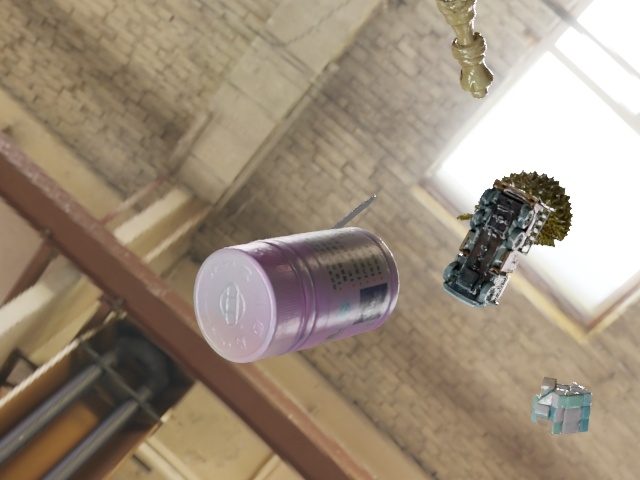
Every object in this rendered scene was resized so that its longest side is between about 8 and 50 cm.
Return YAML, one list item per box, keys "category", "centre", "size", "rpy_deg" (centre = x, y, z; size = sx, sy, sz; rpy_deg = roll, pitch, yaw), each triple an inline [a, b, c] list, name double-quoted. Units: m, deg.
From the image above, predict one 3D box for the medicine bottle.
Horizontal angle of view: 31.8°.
- category: "medicine bottle"
  centre: [-0.029, 0.068, 1.484]
  size: [0.254, 0.152, 0.152]
  rpy_deg: [-10, -121, -49]

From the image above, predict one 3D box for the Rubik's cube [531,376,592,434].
- category: "Rubik's cube"
  centre: [0.340, 0.237, 1.618]
  size: [0.084, 0.075, 0.073]
  rpy_deg: [16, -172, -22]

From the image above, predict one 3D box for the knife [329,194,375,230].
- category: "knife"
  centre: [0.000, 0.000, 2.195]
  size: [0.019, 0.313, 0.044]
  rpy_deg: [57, -151, 13]

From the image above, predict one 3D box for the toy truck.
- category: "toy truck"
  centre: [0.256, 0.011, 1.615]
  size: [0.080, 0.177, 0.115]
  rpy_deg: [31, -172, 28]

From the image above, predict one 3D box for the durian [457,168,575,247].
- category: "durian"
  centre: [0.333, -0.062, 1.959]
  size: [0.102, 0.208, 0.146]
  rpy_deg: [43, -132, -50]

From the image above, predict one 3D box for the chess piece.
- category: "chess piece"
  centre: [0.206, -0.275, 1.572]
  size: [0.060, 0.060, 0.172]
  rpy_deg: [-81, -24, -52]
